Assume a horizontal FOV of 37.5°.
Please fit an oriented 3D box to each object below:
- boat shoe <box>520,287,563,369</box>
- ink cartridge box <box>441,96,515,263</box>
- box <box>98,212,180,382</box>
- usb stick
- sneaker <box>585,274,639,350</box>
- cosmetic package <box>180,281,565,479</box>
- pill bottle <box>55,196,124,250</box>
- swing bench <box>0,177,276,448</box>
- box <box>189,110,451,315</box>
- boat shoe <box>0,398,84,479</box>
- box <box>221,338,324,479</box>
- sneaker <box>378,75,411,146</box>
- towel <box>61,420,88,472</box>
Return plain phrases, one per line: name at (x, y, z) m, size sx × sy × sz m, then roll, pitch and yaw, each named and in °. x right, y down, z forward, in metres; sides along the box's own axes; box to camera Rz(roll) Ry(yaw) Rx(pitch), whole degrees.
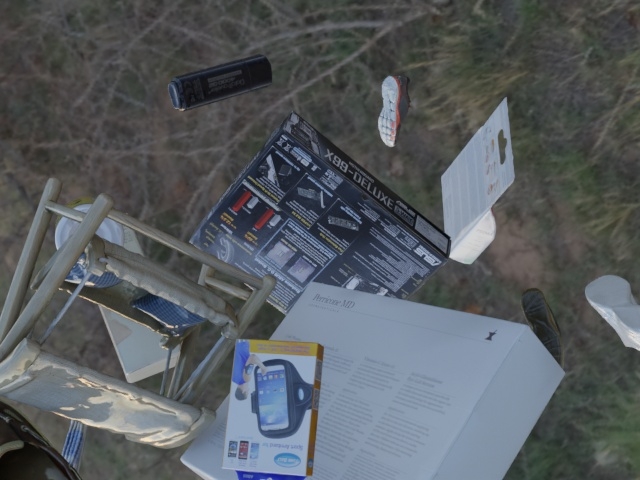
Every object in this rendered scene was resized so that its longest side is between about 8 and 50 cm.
boat shoe at (0.364, 0.151, 1.522) m, size 0.056 × 0.049 × 0.152 m, roll -19°, pitch 65°, yaw 27°
ink cartridge box at (0.274, -0.096, 1.553) m, size 0.225 × 0.056 × 0.181 m, roll 127°, pitch 153°, yaw -49°
box at (-0.391, 0.120, 1.926) m, size 0.148 × 0.121 × 0.311 m, roll 117°, pitch 131°, yaw -71°
usb stick at (-0.212, -0.346, 2.058) m, size 0.045 × 0.278 × 0.077 m, roll 4°, pitch 112°, yaw 44°
sneaker at (0.537, 0.141, 1.673) m, size 0.212 × 0.080 × 0.094 m, roll -110°, pitch -4°, yaw -63°
cosmetic package at (0.042, 0.200, 1.056) m, size 0.097 × 0.284 × 0.377 m, roll 46°, pitch 159°, yaw -30°
pill bottle at (-0.422, -0.017, 1.717) m, size 0.208 × 0.119 × 0.119 m, roll -156°, pitch 48°, yaw -73°
swing bench at (-0.231, 0.100, 1.087) m, size 0.165 × 0.253 × 0.255 m, roll 15°, pitch 80°, yaw 53°
box at (0.000, 0.000, 1.396) m, size 0.307 × 0.076 × 0.242 m, roll 37°, pitch 118°, yaw -9°
boat shoe at (-0.346, 0.239, 1.057) m, size 0.257 × 0.095 × 0.095 m, roll 33°, pitch 154°, yaw 9°
box at (-0.044, 0.160, 0.866) m, size 0.081 × 0.028 × 0.136 m, roll 1°, pitch 73°, yaw 15°
sneaker at (0.164, -0.269, 1.966) m, size 0.061 × 0.065 × 0.158 m, roll 42°, pitch 139°, yaw 43°
towel at (-0.424, 0.421, 1.540) m, size 0.285 × 0.034 × 0.209 m, roll -89°, pitch 15°, yaw -51°
